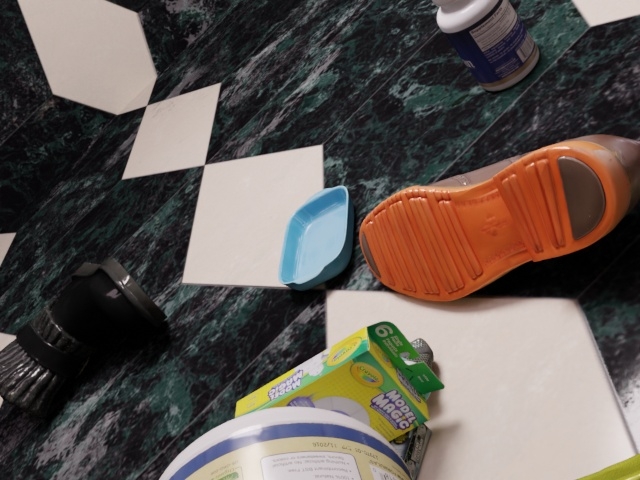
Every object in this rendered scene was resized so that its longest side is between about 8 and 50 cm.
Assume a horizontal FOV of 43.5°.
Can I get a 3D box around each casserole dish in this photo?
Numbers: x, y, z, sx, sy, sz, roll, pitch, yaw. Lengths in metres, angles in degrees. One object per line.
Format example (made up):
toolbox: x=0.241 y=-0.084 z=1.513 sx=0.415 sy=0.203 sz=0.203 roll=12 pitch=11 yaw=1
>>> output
casserole dish: x=0.000 y=0.000 z=1.114 sx=0.114 sy=0.037 sz=0.188 roll=-28 pitch=32 yaw=26

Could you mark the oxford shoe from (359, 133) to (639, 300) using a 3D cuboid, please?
oxford shoe: x=0.188 y=-0.022 z=0.867 sx=0.132 sy=0.130 sz=0.363 roll=-24 pitch=5 yaw=-39

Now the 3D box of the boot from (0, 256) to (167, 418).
boot: x=-0.401 y=0.165 z=1.291 sx=0.260 sy=0.131 sz=0.348 roll=-48 pitch=18 yaw=-22

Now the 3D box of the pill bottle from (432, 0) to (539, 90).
pill bottle: x=0.217 y=-0.293 z=1.089 sx=0.094 sy=0.169 sz=0.094 roll=-31 pitch=31 yaw=21

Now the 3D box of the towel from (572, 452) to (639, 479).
towel: x=0.231 y=0.158 z=0.571 sx=0.237 sy=0.102 sz=0.021 roll=-32 pitch=70 yaw=21

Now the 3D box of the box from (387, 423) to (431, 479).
box: x=0.036 y=0.222 z=0.792 sx=0.137 sy=0.027 sz=0.094 roll=-12 pitch=43 yaw=42

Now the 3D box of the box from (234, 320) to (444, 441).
box: x=0.020 y=0.156 z=0.760 sx=0.179 sy=0.105 sz=0.043 roll=-34 pitch=23 yaw=15

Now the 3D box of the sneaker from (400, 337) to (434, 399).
sneaker: x=0.053 y=0.147 z=0.852 sx=0.166 sy=0.065 sz=0.076 roll=-17 pitch=22 yaw=33

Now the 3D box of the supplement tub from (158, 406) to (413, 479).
supplement tub: x=-0.007 y=0.295 z=0.546 sx=0.228 sy=0.228 sz=0.316 roll=-38 pitch=30 yaw=10
